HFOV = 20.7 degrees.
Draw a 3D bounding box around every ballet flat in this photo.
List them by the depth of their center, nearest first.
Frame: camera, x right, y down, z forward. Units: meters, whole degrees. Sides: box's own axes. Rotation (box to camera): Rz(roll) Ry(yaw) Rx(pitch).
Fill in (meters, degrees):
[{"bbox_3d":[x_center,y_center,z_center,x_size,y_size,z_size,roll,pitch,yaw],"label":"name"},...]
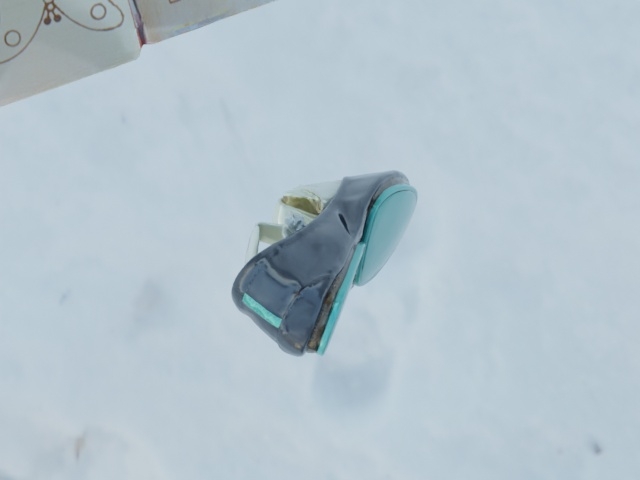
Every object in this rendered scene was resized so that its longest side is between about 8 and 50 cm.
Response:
[{"bbox_3d":[0.000,0.000,0.957,0.074,0.203,0.074,6,112,15],"label":"ballet flat"}]

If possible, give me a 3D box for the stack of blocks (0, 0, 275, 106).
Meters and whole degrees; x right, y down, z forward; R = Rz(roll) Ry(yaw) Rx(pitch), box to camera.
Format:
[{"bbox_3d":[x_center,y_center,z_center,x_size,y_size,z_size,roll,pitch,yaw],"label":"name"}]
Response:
[{"bbox_3d":[-0.170,-0.098,0.400,0.297,0.087,0.171,-21,116,-19],"label":"stack of blocks"}]
